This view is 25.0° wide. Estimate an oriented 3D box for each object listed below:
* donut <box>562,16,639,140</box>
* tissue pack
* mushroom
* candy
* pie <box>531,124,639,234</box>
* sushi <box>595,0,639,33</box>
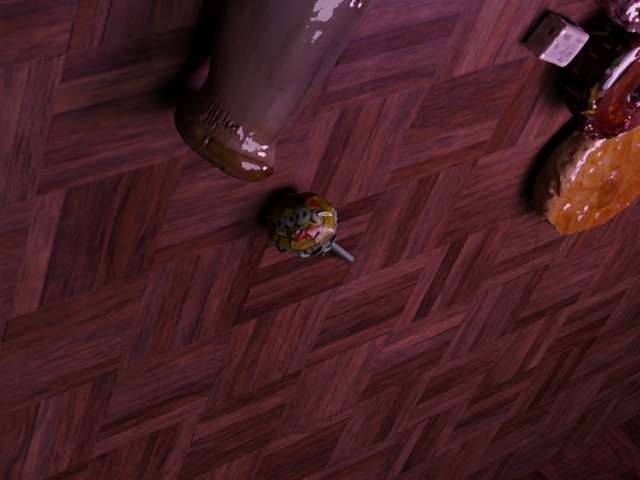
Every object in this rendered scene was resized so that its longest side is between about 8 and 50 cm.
[{"bbox_3d":[0.446,-0.255,2.127,0.216,0.096,0.230,-12,142,-41],"label":"donut"},{"bbox_3d":[0.326,-0.276,1.991,0.062,0.042,0.083,-53,152,20],"label":"tissue pack"},{"bbox_3d":[-0.022,-0.246,1.473,0.407,0.137,0.154,-60,162,21],"label":"mushroom"},{"bbox_3d":[0.000,0.000,1.968,0.091,0.083,0.305,-6,168,12],"label":"candy"},{"bbox_3d":[0.483,-0.140,2.376,0.339,0.083,0.339,-33,151,-21],"label":"pie"},{"bbox_3d":[0.481,-0.377,1.981,0.241,0.107,0.161,-29,155,-25],"label":"sushi"}]
